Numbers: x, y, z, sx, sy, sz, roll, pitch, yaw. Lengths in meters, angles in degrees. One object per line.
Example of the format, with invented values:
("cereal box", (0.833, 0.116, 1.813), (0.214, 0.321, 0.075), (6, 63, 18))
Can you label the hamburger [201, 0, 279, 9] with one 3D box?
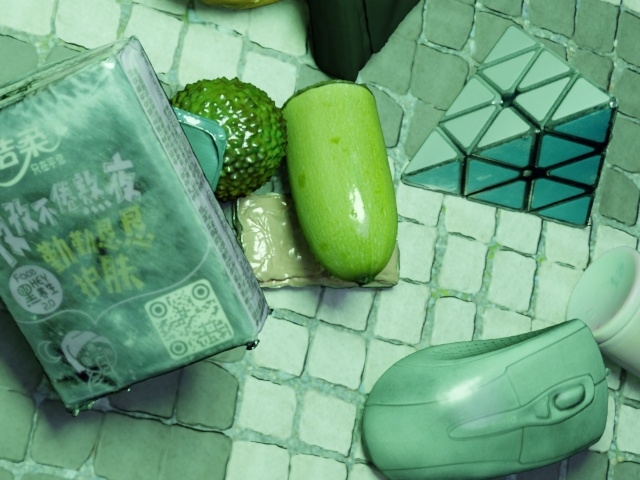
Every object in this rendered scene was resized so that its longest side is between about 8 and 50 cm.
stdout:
("hamburger", (-0.096, -0.366, 1.646), (0.283, 0.144, 0.156), (-7, 116, -36))

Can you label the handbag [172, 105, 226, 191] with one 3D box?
("handbag", (-0.216, -0.051, 1.509), (0.179, 0.062, 0.229), (19, 113, -9))

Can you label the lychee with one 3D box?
("lychee", (-0.114, -0.126, 1.605), (0.171, 0.171, 0.171), (4, 81, -26))

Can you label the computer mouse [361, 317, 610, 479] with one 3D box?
("computer mouse", (0.238, 0.219, 1.723), (0.371, 0.122, 0.188), (-13, 99, -21))

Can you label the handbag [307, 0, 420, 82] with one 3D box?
("handbag", (0.062, -0.355, 1.701), (0.080, 0.247, 0.223), (26, 63, 22))

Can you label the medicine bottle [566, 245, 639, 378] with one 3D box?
("medicine bottle", (0.491, 0.132, 1.869), (0.254, 0.152, 0.152), (31, 70, -20))

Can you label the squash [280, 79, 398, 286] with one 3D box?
("squash", (0.030, -0.063, 1.637), (0.132, 0.132, 0.247), (2, 61, -26))

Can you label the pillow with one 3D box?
("pillow", (0.000, 0.000, 1.706), (0.232, 0.043, 0.126), (1, 77, -24))

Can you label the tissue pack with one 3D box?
("tissue pack", (-0.240, -0.013, 1.434), (0.259, 0.122, 0.361), (-21, 109, 14))

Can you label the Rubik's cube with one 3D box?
("Rubik's cube", (0.287, -0.146, 1.812), (0.228, 0.233, 0.229), (-22, 137, -63))
